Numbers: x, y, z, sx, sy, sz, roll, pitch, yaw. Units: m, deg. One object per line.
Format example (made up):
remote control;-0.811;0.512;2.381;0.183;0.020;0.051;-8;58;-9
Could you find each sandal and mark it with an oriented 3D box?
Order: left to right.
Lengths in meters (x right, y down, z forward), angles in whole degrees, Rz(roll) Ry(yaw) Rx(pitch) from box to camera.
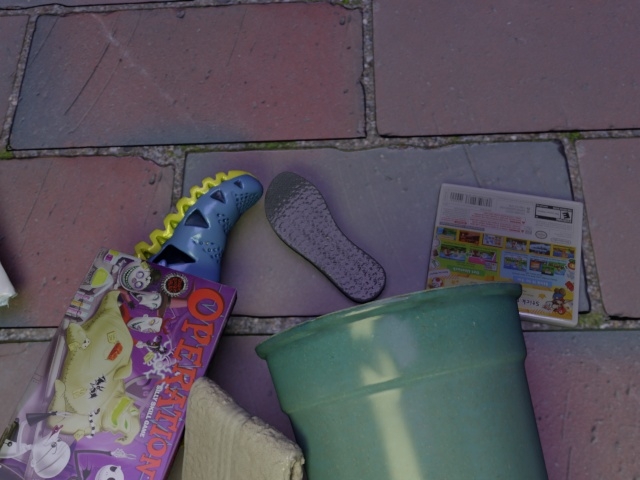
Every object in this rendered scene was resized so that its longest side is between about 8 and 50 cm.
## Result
sandal;-0.200;0.025;1.009;0.138;0.126;0.317;43;84;16
sandal;0.000;0.001;1.040;0.097;0.054;0.254;-38;78;-4

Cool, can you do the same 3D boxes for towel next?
towel;-0.100;0.326;0.790;0.187;0.282;0.049;23;24;39

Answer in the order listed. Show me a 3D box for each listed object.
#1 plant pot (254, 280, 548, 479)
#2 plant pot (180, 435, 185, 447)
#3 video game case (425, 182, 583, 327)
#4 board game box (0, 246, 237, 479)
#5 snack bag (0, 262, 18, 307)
plant pot;0.122;0.256;0.780;0.341;0.341;0.334;-13;74;-1
plant pot;-0.195;0.236;0.933;0.081;0.081;0.083;-22;56;-5
video game case;0.288;0.019;1.017;0.227;0.026;0.206;9;67;7
board game box;-0.263;0.190;0.847;0.208;0.056;0.346;18;62;-1
snack bag;-0.685;0.018;0.992;0.323;0.037;0.342;-27;80;-13
